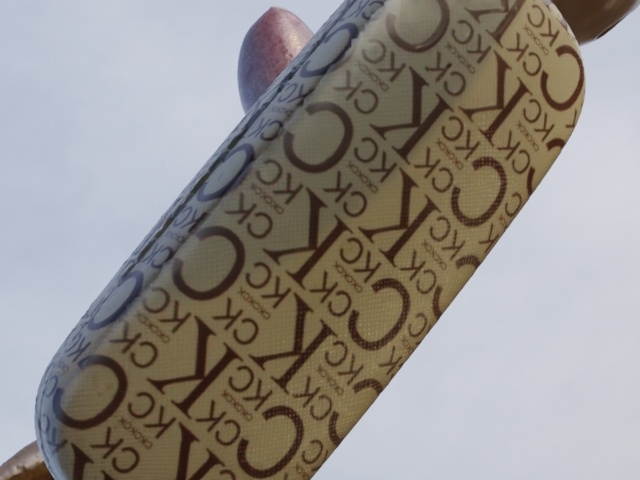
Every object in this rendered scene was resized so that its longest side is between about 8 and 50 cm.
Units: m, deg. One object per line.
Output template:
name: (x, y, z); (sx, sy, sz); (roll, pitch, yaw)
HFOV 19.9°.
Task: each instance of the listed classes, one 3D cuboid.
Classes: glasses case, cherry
glasses case: (0.000, 0.000, 0.912); (0.354, 0.137, 0.085); (-52, 20, -15)
cherry: (-0.034, -0.159, 1.856); (0.188, 0.115, 0.148); (-58, -25, -75)

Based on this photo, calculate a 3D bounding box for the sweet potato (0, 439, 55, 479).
sweet potato: (-0.176, 0.186, 1.503); (0.067, 0.059, 0.281); (-36, -28, 21)

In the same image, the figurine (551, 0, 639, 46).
figurine: (0.176, -0.306, 1.269); (0.387, 0.401, 0.268); (-17, -43, -15)
